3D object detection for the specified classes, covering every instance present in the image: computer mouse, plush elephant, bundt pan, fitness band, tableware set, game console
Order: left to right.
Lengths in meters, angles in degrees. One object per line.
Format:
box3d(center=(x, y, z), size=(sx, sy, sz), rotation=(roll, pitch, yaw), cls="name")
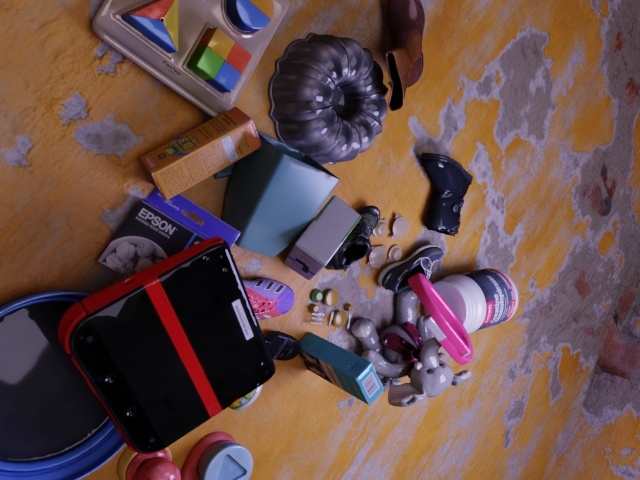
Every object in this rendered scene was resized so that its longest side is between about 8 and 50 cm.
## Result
box3d(center=(-0.283, 0.218, 1.110), size=(0.342, 0.060, 0.386), rotation=(-31, 126, -23), cls="game console")
box3d(center=(-0.147, 0.243, 1.397), size=(0.242, 0.041, 0.071), rotation=(29, 101, -35), cls="computer mouse")
box3d(center=(0.029, 0.186, 1.536), size=(0.154, 0.024, 0.103), rotation=(13, 88, -39), cls="tableware set")
box3d(center=(0.042, -0.340, 1.366), size=(0.331, 0.124, 0.330), rotation=(-10, 106, -39), cls="bundt pan")
box3d(center=(0.197, 0.004, 1.635), size=(0.141, 0.020, 0.168), rotation=(2, 100, -38), cls="tableware set")
box3d(center=(0.274, 0.342, 1.616), size=(0.272, 0.256, 0.329), rotation=(-21, 112, -35), cls="plush elephant")
box3d(center=(0.340, 0.216, 1.564), size=(0.054, 0.209, 0.290), rotation=(-34, 107, 17), cls="fitness band")

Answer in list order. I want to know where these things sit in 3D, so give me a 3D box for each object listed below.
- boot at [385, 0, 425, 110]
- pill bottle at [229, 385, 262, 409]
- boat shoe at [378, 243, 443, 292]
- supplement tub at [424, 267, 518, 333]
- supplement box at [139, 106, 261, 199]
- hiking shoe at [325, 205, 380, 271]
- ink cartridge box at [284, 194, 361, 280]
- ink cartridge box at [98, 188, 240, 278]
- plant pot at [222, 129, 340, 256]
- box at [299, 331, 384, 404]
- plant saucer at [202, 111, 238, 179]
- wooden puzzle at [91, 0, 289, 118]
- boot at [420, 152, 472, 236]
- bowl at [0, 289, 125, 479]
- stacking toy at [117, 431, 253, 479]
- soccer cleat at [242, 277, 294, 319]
box3d(center=(0.190, -0.493, 1.405), size=(0.280, 0.096, 0.263), rotation=(-57, 148, -54), cls="boot")
box3d(center=(-0.237, 0.293, 1.276), size=(0.208, 0.118, 0.117), rotation=(46, 71, -36), cls="pill bottle")
box3d(center=(0.287, 0.085, 1.675), size=(0.255, 0.079, 0.095), rotation=(-20, 129, -35), cls="boat shoe")
box3d(center=(0.486, 0.195, 1.802), size=(0.273, 0.191, 0.190), rotation=(-7, 104, -39), cls="supplement tub")
box3d(center=(-0.245, -0.181, 1.153), size=(0.234, 0.078, 0.080), rotation=(-34, 139, -14), cls="supplement box")
box3d(center=(0.107, 0.000, 1.497), size=(0.226, 0.114, 0.086), rotation=(-51, 127, -19), cls="hiking shoe")
box3d(center=(0.000, 0.000, 1.343), size=(0.087, 0.208, 0.153), rotation=(37, 73, -1), cls="ink cartridge box")
box3d(center=(-0.302, 0.012, 1.145), size=(0.206, 0.045, 0.208), rotation=(32, 76, -4), cls="ink cartridge box")
box3d(center=(-0.110, -0.093, 1.256), size=(0.166, 0.166, 0.234), rotation=(19, 106, -40), cls="plant pot")
box3d(center=(0.044, 0.322, 1.429), size=(0.060, 0.244, 0.100), rotation=(-41, 122, -25), cls="box")
box3d(center=(-0.219, -0.235, 1.242), size=(0.067, 0.018, 0.191), rotation=(-20, 113, -35), cls="plant saucer")
box3d(center=(-0.232, -0.464, 1.128), size=(0.322, 0.081, 0.347), rotation=(32, 77, -37), cls="wooden puzzle")
box3d(center=(0.367, -0.133, 1.695), size=(0.247, 0.094, 0.207), rotation=(23, 81, -46), cls="boot")
box3d(center=(-0.515, 0.280, 1.071), size=(0.392, 0.077, 0.390), rotation=(-10, 105, -38), cls="bowl")
box3d(center=(-0.301, 0.595, 1.280), size=(0.309, 0.130, 0.279), rotation=(7, 95, -40), cls="stacking toy")
box3d(center=(-0.173, 0.139, 1.295), size=(0.319, 0.117, 0.108), rotation=(13, 92, -40), cls="soccer cleat")
